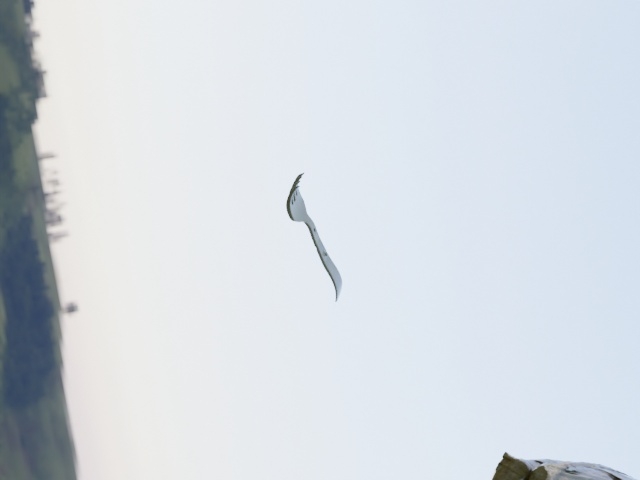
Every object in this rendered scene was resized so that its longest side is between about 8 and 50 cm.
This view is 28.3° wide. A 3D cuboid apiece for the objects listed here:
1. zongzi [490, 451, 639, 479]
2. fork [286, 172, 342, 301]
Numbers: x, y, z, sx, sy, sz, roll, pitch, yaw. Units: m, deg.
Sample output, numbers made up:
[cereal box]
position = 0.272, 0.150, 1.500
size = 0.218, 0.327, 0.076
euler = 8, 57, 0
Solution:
[zongzi]
position = 0.196, 0.179, 0.747
size = 0.160, 0.176, 0.079
euler = 31, 70, -54
[fork]
position = -0.006, 0.000, 1.542
size = 0.219, 0.028, 0.034
euler = 69, 25, -46
